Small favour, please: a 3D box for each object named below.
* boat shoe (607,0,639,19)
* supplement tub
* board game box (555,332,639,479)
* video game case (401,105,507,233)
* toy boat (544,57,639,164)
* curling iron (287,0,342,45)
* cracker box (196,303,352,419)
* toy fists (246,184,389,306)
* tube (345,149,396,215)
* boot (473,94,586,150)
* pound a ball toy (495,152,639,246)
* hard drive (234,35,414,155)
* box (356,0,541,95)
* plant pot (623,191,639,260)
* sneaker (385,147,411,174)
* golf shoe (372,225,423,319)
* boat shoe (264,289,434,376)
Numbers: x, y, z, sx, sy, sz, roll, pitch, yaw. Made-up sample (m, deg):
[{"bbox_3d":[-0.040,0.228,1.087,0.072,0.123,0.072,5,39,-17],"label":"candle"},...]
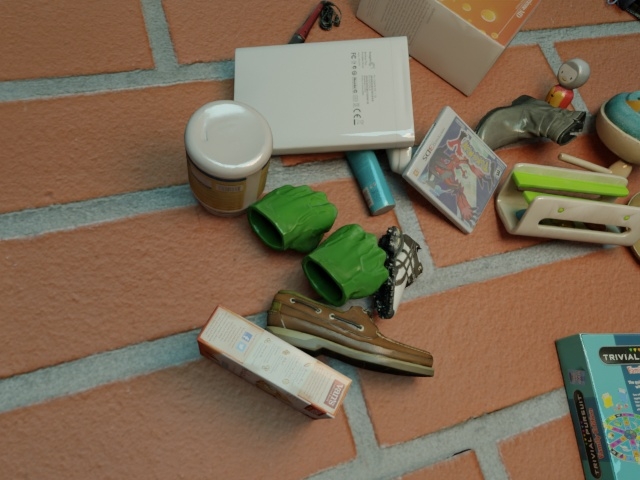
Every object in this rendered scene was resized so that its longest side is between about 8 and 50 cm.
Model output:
[{"bbox_3d":[0.897,-0.703,1.366,0.258,0.109,0.089,33,69,4],"label":"boat shoe"},{"bbox_3d":[-0.165,-0.136,0.860,0.144,0.199,0.144,4,68,-11],"label":"supplement tub"},{"bbox_3d":[0.609,0.346,0.899,0.254,0.079,0.336,2,68,-11],"label":"board game box"},{"bbox_3d":[0.284,-0.145,1.001,0.201,0.023,0.183,38,75,-21],"label":"video game case"},{"bbox_3d":[0.684,-0.300,1.111,0.318,0.148,0.267,24,40,8],"label":"toy boat"},{"bbox_3d":[-0.034,-0.465,1.109,0.068,0.035,0.274,34,66,3],"label":"curling iron"},{"bbox_3d":[-0.080,0.201,0.768,0.232,0.155,0.067,29,66,1],"label":"cracker box"},{"bbox_3d":[0.000,0.000,0.876,0.142,0.096,0.279,-33,61,-33],"label":"toy fists"},{"bbox_3d":[0.093,-0.154,0.996,0.052,0.080,0.207,-9,73,-44],"label":"tube"},{"bbox_3d":[0.464,-0.246,1.062,0.246,0.083,0.161,-35,45,-23],"label":"boot"},{"bbox_3d":[0.547,-0.087,1.050,0.319,0.135,0.208,6,42,-10],"label":"pound a ball toy"},{"bbox_3d":[0.003,-0.291,0.976,0.353,0.047,0.233,-2,76,4],"label":"hard drive"},{"bbox_3d":[0.297,-0.551,1.141,0.345,0.168,0.215,37,66,4],"label":"box"},{"bbox_3d":[0.796,-0.008,1.106,0.236,0.032,0.236,5,68,-11],"label":"plant pot"},{"bbox_3d":[0.110,-0.273,1.040,0.169,0.108,0.292,-3,73,3],"label":"sneaker"},{"bbox_3d":[0.155,0.064,0.907,0.094,0.077,0.198,23,55,-14],"label":"golf shoe"},{"bbox_3d":[0.057,0.161,0.838,0.307,0.110,0.104,16,67,-6],"label":"boat shoe"}]
